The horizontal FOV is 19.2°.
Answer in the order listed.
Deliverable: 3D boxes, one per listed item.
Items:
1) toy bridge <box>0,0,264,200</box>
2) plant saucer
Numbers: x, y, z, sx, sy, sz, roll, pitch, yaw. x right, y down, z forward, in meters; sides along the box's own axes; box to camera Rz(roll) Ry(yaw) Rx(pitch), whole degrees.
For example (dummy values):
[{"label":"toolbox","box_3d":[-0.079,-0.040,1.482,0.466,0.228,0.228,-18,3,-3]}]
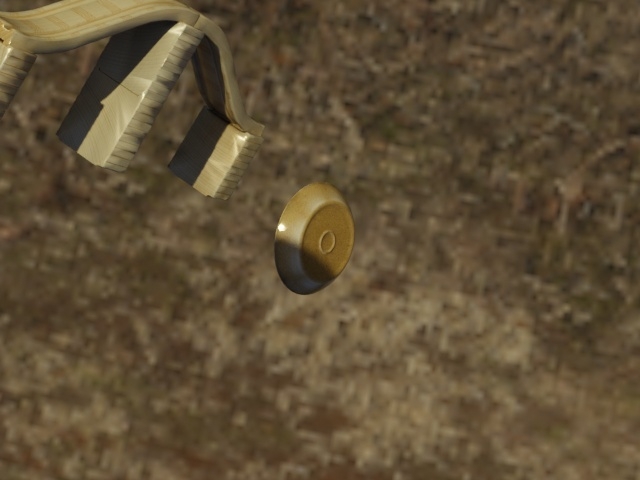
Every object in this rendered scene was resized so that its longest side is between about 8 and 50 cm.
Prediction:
[{"label":"toy bridge","box_3d":[-0.066,-0.056,0.654,0.026,0.063,0.188,35,-173,23]},{"label":"plant saucer","box_3d":[0.000,0.000,1.366,0.015,0.083,0.083,14,165,40]}]
